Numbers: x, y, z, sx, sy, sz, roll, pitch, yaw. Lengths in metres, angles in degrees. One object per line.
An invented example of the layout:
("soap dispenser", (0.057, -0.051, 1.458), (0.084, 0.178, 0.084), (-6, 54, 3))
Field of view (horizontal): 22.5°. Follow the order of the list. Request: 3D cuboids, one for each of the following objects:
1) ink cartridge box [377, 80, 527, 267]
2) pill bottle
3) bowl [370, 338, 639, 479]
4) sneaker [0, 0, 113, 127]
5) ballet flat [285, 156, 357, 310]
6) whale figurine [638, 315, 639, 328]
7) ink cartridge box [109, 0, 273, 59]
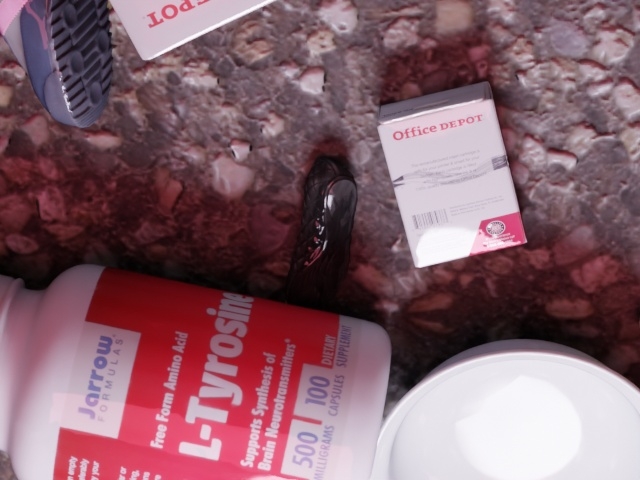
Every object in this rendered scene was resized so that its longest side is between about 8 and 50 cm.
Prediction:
("ink cartridge box", (0.123, -0.063, 1.507), (0.109, 0.063, 0.150), (-12, 111, 9))
("pill bottle", (-0.152, 0.150, 1.526), (0.408, 0.229, 0.229), (12, 113, -2))
("bowl", (0.196, 0.210, 1.581), (0.298, 0.134, 0.298), (1, 113, 3))
("sneaker", (-0.281, -0.251, 1.444), (0.131, 0.112, 0.319), (-4, 111, 24))
("ballet flat", (0.000, 0.000, 1.561), (0.057, 0.049, 0.173), (0, 122, -26))
("whale figurine", (0.423, 0.022, 1.506), (0.216, 0.141, 0.272), (33, 136, -10))
("ink cartridge box", (-0.111, -0.329, 1.334), (0.198, 0.197, 0.270), (-24, 110, 13))
